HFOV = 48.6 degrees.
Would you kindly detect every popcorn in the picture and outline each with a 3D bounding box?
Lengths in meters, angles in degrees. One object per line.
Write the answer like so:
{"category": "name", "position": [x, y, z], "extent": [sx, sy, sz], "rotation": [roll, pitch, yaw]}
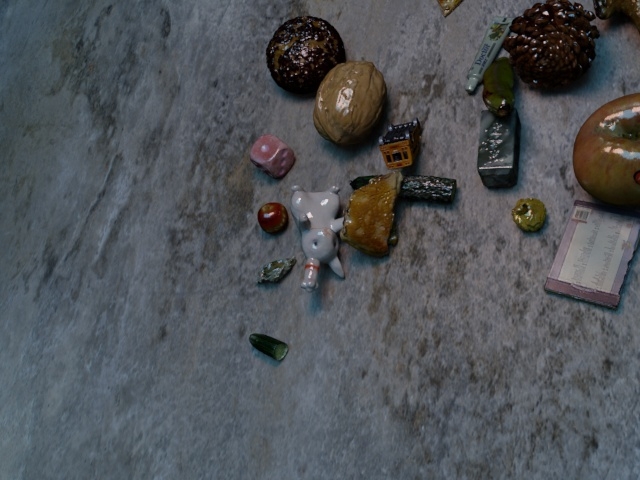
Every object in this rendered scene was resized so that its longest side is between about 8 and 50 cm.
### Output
{"category": "popcorn", "position": [0.479, -0.067, 1.642], "extent": [0.084, 0.084, 0.084], "rotation": [-10, 63, 20]}

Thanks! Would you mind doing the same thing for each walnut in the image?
{"category": "walnut", "position": [0.078, -0.366, 1.900], "extent": [0.198, 0.198, 0.244], "rotation": [8, 68, 27]}

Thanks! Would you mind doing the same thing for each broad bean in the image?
{"category": "broad bean", "position": [0.438, -0.381, 1.746], "extent": [0.077, 0.061, 0.339], "rotation": [-2, 40, 14]}

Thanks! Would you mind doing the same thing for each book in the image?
{"category": "book", "position": [0.609, 0.028, 1.573], "extent": [0.158, 0.026, 0.231], "rotation": [15, 73, 32]}

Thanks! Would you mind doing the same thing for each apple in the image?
{"category": "apple", "position": [0.683, -0.196, 1.543], "extent": [0.261, 0.194, 0.260], "rotation": [-11, 61, 21]}

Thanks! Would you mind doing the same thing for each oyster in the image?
{"category": "oyster", "position": [-0.122, 0.080, 1.877], "extent": [0.100, 0.037, 0.098], "rotation": [-2, 45, 46]}

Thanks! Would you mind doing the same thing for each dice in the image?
{"category": "dice", "position": [-0.135, -0.236, 1.989], "extent": [0.094, 0.091, 0.093], "rotation": [33, 83, 31]}

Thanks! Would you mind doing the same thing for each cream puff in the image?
{"category": "cream puff", "position": [-0.049, -0.542, 2.051], "extent": [0.239, 0.165, 0.238], "rotation": [-12, 61, 22]}

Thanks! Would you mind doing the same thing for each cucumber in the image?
{"category": "cucumber", "position": [0.201, -0.137, 1.809], "extent": [0.294, 0.067, 0.067], "rotation": [7, 70, 27]}
{"category": "cucumber", "position": [-0.137, 0.263, 1.783], "extent": [0.105, 0.048, 0.048], "rotation": [18, 75, 32]}

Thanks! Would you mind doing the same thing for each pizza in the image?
{"category": "pizza", "position": [0.364, -0.721, 2.025], "extent": [0.185, 0.036, 0.176], "rotation": [20, 76, 31]}
{"category": "pizza", "position": [0.126, -0.073, 1.760], "extent": [0.147, 0.069, 0.226], "rotation": [5, 93, -14]}

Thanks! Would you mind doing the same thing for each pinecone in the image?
{"category": "pinecone", "position": [0.571, -0.484, 1.728], "extent": [0.222, 0.221, 0.221], "rotation": [-10, 63, 20]}

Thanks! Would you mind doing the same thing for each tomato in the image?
{"category": "tomato", "position": [-0.130, -0.064, 1.917], "extent": [0.087, 0.075, 0.087], "rotation": [-10, 60, 17]}

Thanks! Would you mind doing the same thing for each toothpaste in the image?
{"category": "toothpaste", "position": [0.443, -0.499, 1.888], "extent": [0.067, 0.037, 0.255], "rotation": [17, 71, 35]}

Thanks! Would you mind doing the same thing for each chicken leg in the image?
{"category": "chicken leg", "position": [0.766, -0.556, 1.706], "extent": [0.212, 0.140, 0.360], "rotation": [0, 63, 15]}

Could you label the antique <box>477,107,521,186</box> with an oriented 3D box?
{"category": "antique", "position": [0.436, -0.222, 1.729], "extent": [0.088, 0.086, 0.182], "rotation": [-2, 66, 24]}

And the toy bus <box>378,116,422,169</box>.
{"category": "toy bus", "position": [0.209, -0.249, 1.816], "extent": [0.083, 0.088, 0.194], "rotation": [-10, 20, 21]}

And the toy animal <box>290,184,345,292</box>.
{"category": "toy animal", "position": [0.002, -0.014, 1.789], "extent": [0.141, 0.138, 0.282], "rotation": [1, 52, -18]}
